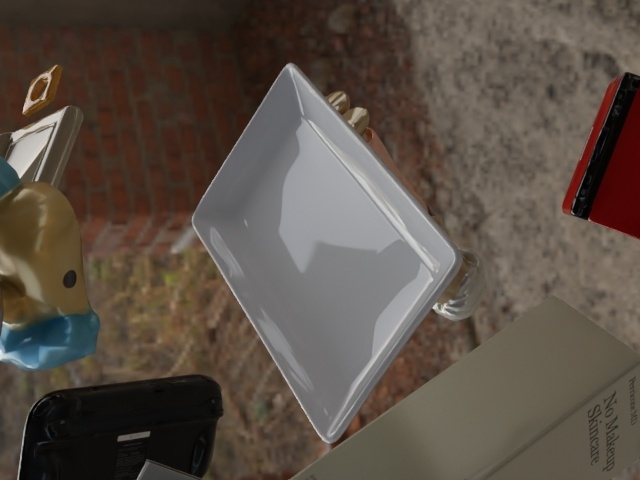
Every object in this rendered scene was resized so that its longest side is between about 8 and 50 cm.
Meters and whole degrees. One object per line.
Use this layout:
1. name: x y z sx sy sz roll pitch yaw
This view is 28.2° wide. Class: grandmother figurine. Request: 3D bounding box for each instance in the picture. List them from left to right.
1. grandmother figurine: 0.097 -0.029 1.556 0.342 0.104 0.208 51 -173 -32

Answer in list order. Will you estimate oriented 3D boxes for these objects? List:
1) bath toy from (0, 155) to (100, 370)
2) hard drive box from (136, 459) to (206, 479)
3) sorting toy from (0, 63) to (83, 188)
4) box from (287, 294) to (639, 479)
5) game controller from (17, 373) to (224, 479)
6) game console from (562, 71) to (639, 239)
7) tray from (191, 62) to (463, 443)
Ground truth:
1. bath toy: -0.237 0.073 0.483 0.151 0.348 0.129 -11 106 38
2. hard drive box: -0.157 0.359 1.220 0.232 0.089 0.181 -63 -25 -28
3. sorting toy: -0.393 -0.081 1.708 0.196 0.047 0.348 -10 56 46
4. box: 0.097 0.163 0.876 0.094 0.275 0.113 38 153 42
5. game controller: -0.263 0.272 1.716 0.067 0.319 0.167 31 111 40
6. game console: 0.298 -0.078 1.208 0.124 0.085 0.144 -36 -32 -86
7. tray: 0.000 0.000 0.838 0.145 0.030 0.270 -56 37 15
